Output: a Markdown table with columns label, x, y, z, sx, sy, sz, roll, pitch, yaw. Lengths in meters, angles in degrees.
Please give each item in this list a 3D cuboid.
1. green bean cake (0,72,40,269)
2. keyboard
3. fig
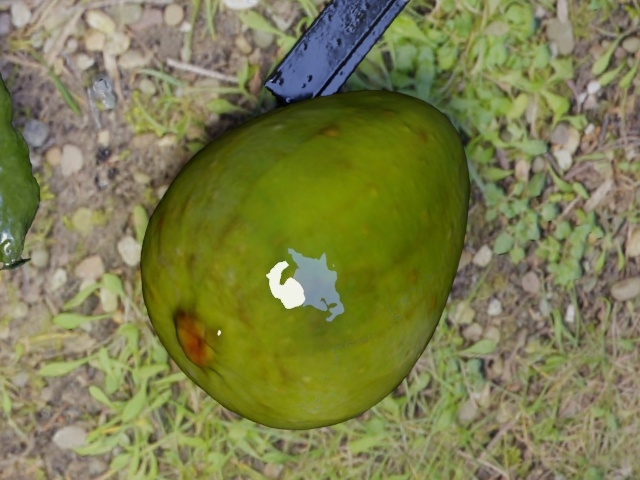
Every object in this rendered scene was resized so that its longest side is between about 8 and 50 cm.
| label | x | y | z | sx | sy | sz | roll | pitch | yaw |
| --- | --- | --- | --- | --- | --- | --- | --- | --- | --- |
| green bean cake | -0.370 | -0.075 | 1.564 | 0.250 | 0.156 | 0.247 | -21 | 105 | -20 |
| keyboard | 0.028 | -0.195 | 1.806 | 0.060 | 0.018 | 0.195 | 41 | 80 | -16 |
| fig | 0.000 | 0.000 | 1.704 | 0.326 | 0.258 | 0.258 | -48 | 115 | -33 |
